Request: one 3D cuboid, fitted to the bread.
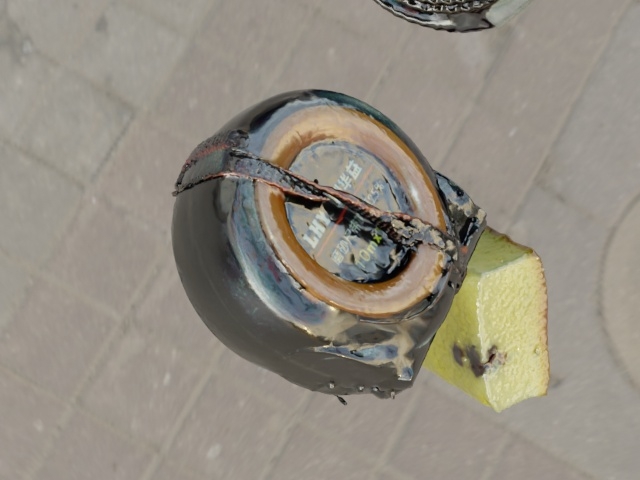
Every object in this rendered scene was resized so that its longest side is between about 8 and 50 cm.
[{"bbox_3d":[0.068,0.024,1.449,0.077,0.361,0.138,-22,118,-25],"label":"bread"}]

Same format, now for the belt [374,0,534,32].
[{"bbox_3d":[0.143,-0.286,1.286,0.184,0.289,0.164,42,45,-13],"label":"belt"}]

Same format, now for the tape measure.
[{"bbox_3d":[0.000,0.000,1.145,0.223,0.135,0.202,40,54,-15],"label":"tape measure"}]
